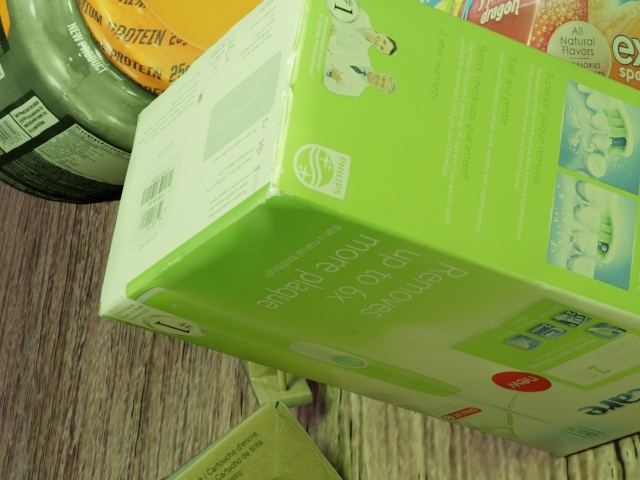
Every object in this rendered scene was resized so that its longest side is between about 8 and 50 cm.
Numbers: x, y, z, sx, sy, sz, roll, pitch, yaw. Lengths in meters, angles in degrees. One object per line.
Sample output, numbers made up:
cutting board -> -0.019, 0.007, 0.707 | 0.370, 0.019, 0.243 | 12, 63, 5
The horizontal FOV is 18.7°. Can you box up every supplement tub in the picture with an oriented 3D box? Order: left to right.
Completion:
supplement tub -> -0.108, -0.137, 1.170 | 0.338, 0.207, 0.207 | -14, 60, 67

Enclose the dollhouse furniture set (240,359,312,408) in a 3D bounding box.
dollhouse furniture set -> 0.000, 0.000, 1.363 | 0.129, 0.129, 0.184 | -118, 21, -61

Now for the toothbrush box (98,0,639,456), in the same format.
toothbrush box -> 0.064, -0.002, 0.955 | 0.206, 0.283, 0.122 | -31, 46, 57

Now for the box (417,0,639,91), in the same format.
box -> 0.115, -0.107, 1.098 | 0.300, 0.154, 0.142 | -11, 62, 66

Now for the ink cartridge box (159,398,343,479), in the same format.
ink cartridge box -> -0.120, 0.225, 1.299 | 0.234, 0.088, 0.193 | -37, 0, -39
